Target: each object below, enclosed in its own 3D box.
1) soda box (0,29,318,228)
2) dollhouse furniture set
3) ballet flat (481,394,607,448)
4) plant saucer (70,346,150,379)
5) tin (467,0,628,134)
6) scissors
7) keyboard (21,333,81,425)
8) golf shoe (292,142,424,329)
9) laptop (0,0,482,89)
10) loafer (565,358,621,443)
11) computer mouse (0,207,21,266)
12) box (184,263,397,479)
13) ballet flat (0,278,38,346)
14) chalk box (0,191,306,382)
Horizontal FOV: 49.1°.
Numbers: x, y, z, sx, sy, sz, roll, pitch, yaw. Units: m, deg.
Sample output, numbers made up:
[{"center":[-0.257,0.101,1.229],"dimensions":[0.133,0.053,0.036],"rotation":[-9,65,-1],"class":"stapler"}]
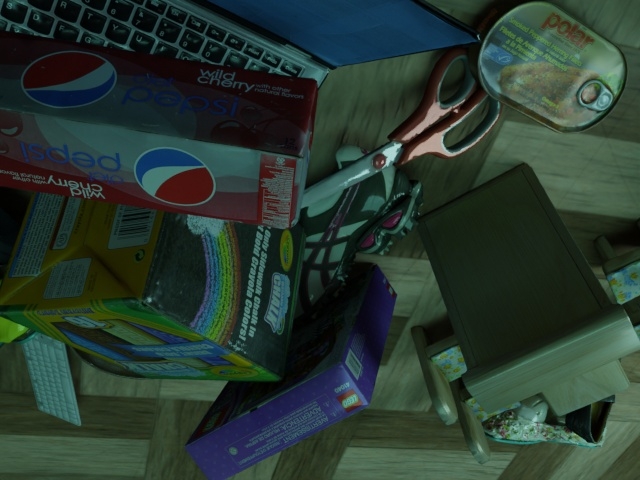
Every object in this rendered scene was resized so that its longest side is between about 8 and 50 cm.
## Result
[{"center":[-0.138,-0.084,0.529],"dimensions":[0.263,0.092,0.083],"rotation":[9,140,-1],"class":"soda box"},{"center":[0.302,0.139,0.887],"dimensions":[0.362,0.256,0.394],"rotation":[-28,130,16],"class":"dollhouse furniture set"},{"center":[0.377,0.297,1.174],"dimensions":[0.241,0.091,0.077],"rotation":[10,99,-22],"class":"ballet flat"},{"center":[-0.232,0.108,0.921],"dimensions":[0.198,0.036,0.199],"rotation":[-4,133,-5],"class":"plant saucer"},{"center":[0.237,-0.181,0.727],"dimensions":[0.189,0.040,0.106],"rotation":[20,119,-28],"class":"tin"},{"center":[0.077,-0.082,0.719],"dimensions":[0.297,0.021,0.109],"rotation":[-43,126,-13],"class":"scissors"},{"center":[-0.367,0.163,0.941],"dimensions":[0.072,0.014,0.256],"rotation":[22,133,15],"class":"keyboard"},{"center":[0.000,0.000,0.839],"dimensions":[0.120,0.105,0.273],"rotation":[38,118,-10],"class":"golf shoe"},{"center":[-0.164,-0.132,0.583],"dimensions":[0.382,0.236,0.408],"rotation":[20,125,-24],"class":"laptop"},{"center":[0.442,0.237,1.099],"dimensions":[0.062,0.061,0.170],"rotation":[5,105,-17],"class":"loafer"},{"center":[-0.335,0.003,0.733],"dimensions":[0.184,0.060,0.262],"rotation":[6,144,37],"class":"computer mouse"},{"center":[-0.018,0.143,0.825],"dimensions":[0.201,0.293,0.057],"rotation":[-31,98,19],"class":"box"},{"center":[-0.370,0.083,0.796],"dimensions":[0.077,0.077,0.231],"rotation":[46,146,-18],"class":"ballet flat"},{"center":[-0.136,0.038,0.713],"dimensions":[0.179,0.180,0.289],"rotation":[-4,152,26],"class":"chalk box"}]
